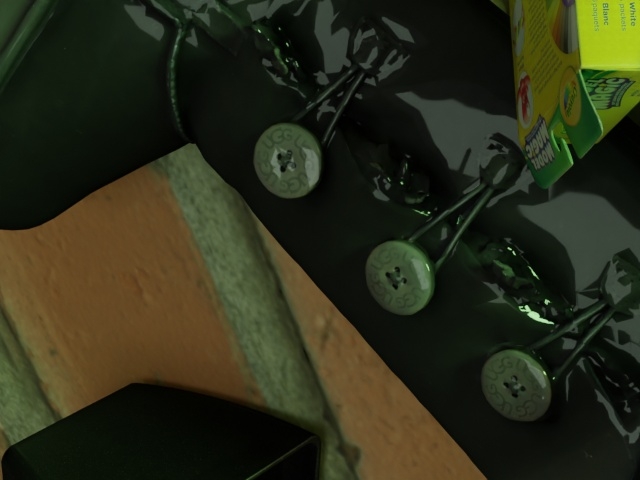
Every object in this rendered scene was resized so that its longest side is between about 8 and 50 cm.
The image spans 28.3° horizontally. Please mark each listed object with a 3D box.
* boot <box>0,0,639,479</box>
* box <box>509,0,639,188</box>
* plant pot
[{"bbox_3d":[0.001,-0.001,0.733,0.445,0.146,0.367,41,133,4],"label":"boot"},{"bbox_3d":[0.112,-0.118,0.549,0.043,0.105,0.179,1,78,-4],"label":"box"},{"bbox_3d":[-0.126,0.210,0.913,0.167,0.188,0.187,30,130,35],"label":"plant pot"}]
